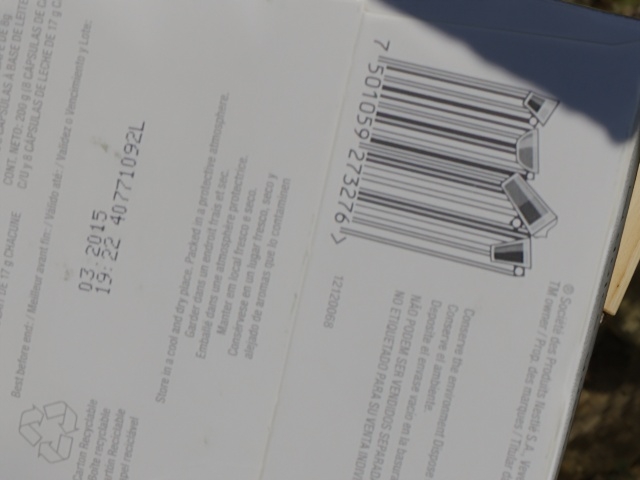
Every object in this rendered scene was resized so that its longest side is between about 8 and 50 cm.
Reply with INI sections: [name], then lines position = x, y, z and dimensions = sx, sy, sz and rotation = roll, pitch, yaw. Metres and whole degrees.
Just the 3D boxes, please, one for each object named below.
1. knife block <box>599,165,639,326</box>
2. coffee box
[knife block]
position = 0.277, 0.032, 1.594
dimensions = 0.275, 0.088, 0.242
rotation = -61, 2, 24
[coffee box]
position = 0.000, 0.000, 0.897
dimensions = 0.334, 0.338, 0.337
rotation = -26, -49, -76
